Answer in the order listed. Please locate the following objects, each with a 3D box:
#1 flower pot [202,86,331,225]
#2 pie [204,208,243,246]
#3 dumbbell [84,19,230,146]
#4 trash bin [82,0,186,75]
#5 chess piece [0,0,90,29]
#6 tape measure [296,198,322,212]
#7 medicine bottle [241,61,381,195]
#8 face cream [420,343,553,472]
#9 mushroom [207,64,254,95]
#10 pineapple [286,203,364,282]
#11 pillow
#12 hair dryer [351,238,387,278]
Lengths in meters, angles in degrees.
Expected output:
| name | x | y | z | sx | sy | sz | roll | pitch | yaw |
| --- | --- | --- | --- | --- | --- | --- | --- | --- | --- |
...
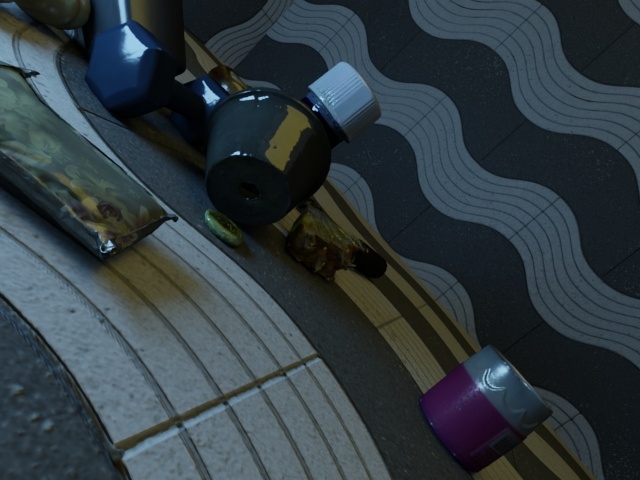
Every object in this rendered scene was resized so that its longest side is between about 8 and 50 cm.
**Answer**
| name | x | y | z | sx | sy | sz | roll | pitch | yaw |
| --- | --- | --- | --- | --- | --- | --- | --- | --- | --- |
| flower pot | -0.116 | -0.135 | 0.783 | 0.269 | 0.269 | 0.166 | 41 | 32 | -25 |
| pie | -0.165 | -0.025 | 0.702 | 0.084 | 0.021 | 0.084 | 45 | 11 | -12 |
| dumbbell | -0.301 | -0.297 | 0.830 | 0.144 | 0.159 | 0.325 | 18 | 4 | 13 |
| trash bin | -0.394 | -0.501 | 0.854 | 0.209 | 0.183 | 0.290 | -3 | 86 | -69 |
| chess piece | -0.507 | -0.418 | 0.615 | 0.307 | 0.124 | 0.138 | -76 | 155 | -72 |
| tape measure | -0.039 | -0.110 | 1.358 | 0.094 | 0.054 | 0.091 | 33 | 18 | -27 |
| medicine bottle | -0.048 | -0.262 | 1.019 | 0.242 | 0.395 | 0.242 | 49 | 11 | -13 |
| face cream | 0.331 | 0.336 | 0.829 | 0.175 | 0.195 | 0.175 | 46 | 10 | -10 |
| mushroom | -0.325 | -0.540 | 1.535 | 0.253 | 0.153 | 0.253 | 47 | 10 | -10 |
| pineapple | 0.000 | 0.000 | 0.993 | 0.236 | 0.114 | 0.186 | 27 | 23 | -51 |
| pillow | -0.275 | -0.081 | 0.412 | 0.255 | 0.059 | 0.169 | 46 | 12 | -12 |
| hair dryer | 0.108 | 0.016 | 1.412 | 0.197 | 0.089 | 0.251 | 32 | 13 | -51 |
